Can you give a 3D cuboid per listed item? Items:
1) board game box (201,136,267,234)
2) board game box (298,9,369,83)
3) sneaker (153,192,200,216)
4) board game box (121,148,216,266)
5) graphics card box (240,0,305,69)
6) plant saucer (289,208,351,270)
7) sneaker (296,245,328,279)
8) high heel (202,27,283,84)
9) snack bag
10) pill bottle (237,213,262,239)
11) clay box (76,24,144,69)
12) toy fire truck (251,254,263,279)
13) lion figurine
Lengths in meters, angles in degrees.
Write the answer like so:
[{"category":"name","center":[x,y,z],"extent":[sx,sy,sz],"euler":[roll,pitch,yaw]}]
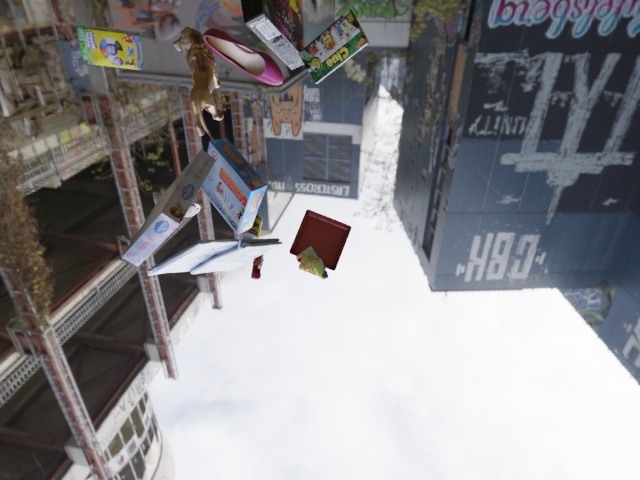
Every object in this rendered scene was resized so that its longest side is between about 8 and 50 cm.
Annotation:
[{"category":"board game box","center":[-0.392,-0.237,1.888],"extent":[0.086,0.302,0.308],"euler":[-28,-109,-38]},{"category":"board game box","center":[0.046,-0.721,1.609],"extent":[0.259,0.136,0.030],"euler":[-27,-170,36]},{"category":"sneaker","center":[-0.850,-0.227,2.548],"extent":[0.152,0.114,0.305],"euler":[50,-158,27]},{"category":"board game box","center":[-0.501,-0.107,1.422],"extent":[0.066,0.318,0.319],"euler":[36,-136,-23]},{"category":"graphics card box","center":[-0.183,-0.877,1.702],"extent":[0.094,0.233,0.371],"euler":[-14,168,23]},{"category":"plant saucer","center":[0.000,0.000,2.245],"extent":[0.258,0.048,0.259],"euler":[21,-104,1]},{"category":"sneaker","center":[-0.037,0.105,1.721],"extent":[0.094,0.082,0.208],"euler":[-24,-149,-11]},{"category":"high heel","center":[-0.219,-0.522,1.230],"extent":[0.244,0.082,0.117],"euler":[37,-152,-13]},{"category":"snack bag","center":[-0.348,0.058,1.423],"extent":[0.323,0.037,0.342],"euler":[-24,166,35]},{"category":"pill bottle","center":[-0.395,-0.045,2.376],"extent":[0.119,0.119,0.209],"euler":[3,-124,3]},{"category":"clay box","center":[-0.782,-0.716,1.592],"extent":[0.222,0.127,0.053],"euler":[2,-142,-11]},{"category":"toy fire truck","center":[-0.314,0.110,2.207],"extent":[0.047,0.192,0.135],"euler":[10,175,-18]},{"category":"lion figurine","center":[-0.455,-0.598,1.643],"extent":[0.142,0.240,0.392],"euler":[-14,-109,-6]}]
